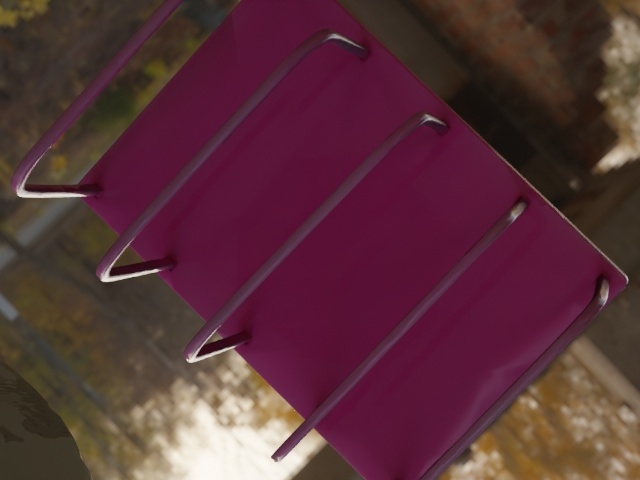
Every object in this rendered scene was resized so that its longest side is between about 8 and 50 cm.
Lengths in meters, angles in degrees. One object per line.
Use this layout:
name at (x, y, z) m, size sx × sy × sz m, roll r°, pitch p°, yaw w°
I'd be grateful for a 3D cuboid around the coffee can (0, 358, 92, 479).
coffee can at (-0.179, 0.166, 0.395) m, size 0.201 × 0.201 × 0.275 m, roll -53°, pitch 162°, yaw -64°

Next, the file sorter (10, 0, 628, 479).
file sorter at (0.000, 0.000, 0.910) m, size 0.202 × 0.291 × 0.182 m, roll -47°, pitch 174°, yaw 10°
